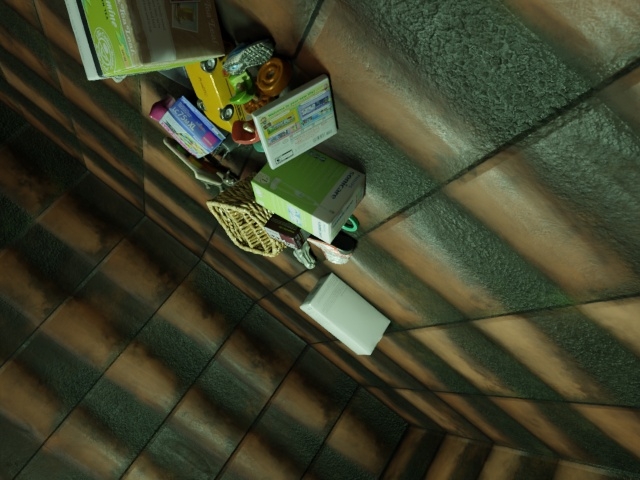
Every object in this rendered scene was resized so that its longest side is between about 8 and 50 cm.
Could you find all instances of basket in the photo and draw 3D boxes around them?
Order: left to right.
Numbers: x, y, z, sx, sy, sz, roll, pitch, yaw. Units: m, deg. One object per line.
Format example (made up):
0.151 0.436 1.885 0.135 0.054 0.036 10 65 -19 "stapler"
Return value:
-0.245 -0.060 1.865 0.213 0.223 0.299 51 170 39 "basket"

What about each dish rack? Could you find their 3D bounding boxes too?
-0.412 -0.378 1.831 0.208 0.074 0.271 44 159 -12 "dish rack"

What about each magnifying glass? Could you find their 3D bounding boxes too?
0.042 -0.081 1.798 0.230 0.026 0.092 16 150 42 "magnifying glass"

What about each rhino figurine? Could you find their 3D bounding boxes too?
-0.423 -0.257 2.075 0.243 0.073 0.106 14 151 41 "rhino figurine"

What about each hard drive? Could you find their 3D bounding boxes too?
-0.441 -0.559 1.537 0.254 0.054 0.172 30 156 16 "hard drive"

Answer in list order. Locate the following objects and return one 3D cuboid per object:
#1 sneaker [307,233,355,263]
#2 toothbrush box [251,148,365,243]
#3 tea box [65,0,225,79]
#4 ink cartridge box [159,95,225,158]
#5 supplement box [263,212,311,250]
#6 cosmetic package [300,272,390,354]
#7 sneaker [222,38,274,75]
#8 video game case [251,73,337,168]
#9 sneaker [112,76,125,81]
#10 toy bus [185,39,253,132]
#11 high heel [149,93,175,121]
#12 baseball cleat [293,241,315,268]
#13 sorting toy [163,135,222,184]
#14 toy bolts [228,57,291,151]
0.000 0.001 1.918 0.270 0.090 0.145 26 155 8 "sneaker"
-0.034 -0.157 1.525 0.283 0.206 0.122 28 156 19 "toothbrush box"
-0.420 -0.560 1.135 0.323 0.219 0.329 9 117 46 "tea box"
-0.432 -0.367 1.655 0.186 0.065 0.311 46 163 -20 "ink cartridge box"
-0.062 -0.094 1.641 0.130 0.239 0.073 22 154 32 "supplement box"
0.114 0.341 2.293 0.365 0.197 0.155 41 157 -8 "cosmetic package"
-0.188 -0.490 1.286 0.162 0.073 0.063 -9 158 34 "sneaker"
-0.059 -0.302 1.286 0.023 0.212 0.193 52 168 32 "video game case"
-0.768 -0.668 1.771 0.095 0.090 0.235 42 158 12 "sneaker"
-0.292 -0.453 1.423 0.108 0.130 0.333 29 156 22 "toy bus"
-0.582 -0.439 1.893 0.082 0.117 0.244 34 157 6 "high heel"
-0.089 0.049 2.184 0.109 0.072 0.206 29 153 36 "baseball cleat"
-0.470 -0.302 1.872 0.208 0.038 0.193 47 -169 14 "sorting toy"
-0.129 -0.349 1.344 0.218 0.229 0.158 -13 160 33 "toy bolts"
